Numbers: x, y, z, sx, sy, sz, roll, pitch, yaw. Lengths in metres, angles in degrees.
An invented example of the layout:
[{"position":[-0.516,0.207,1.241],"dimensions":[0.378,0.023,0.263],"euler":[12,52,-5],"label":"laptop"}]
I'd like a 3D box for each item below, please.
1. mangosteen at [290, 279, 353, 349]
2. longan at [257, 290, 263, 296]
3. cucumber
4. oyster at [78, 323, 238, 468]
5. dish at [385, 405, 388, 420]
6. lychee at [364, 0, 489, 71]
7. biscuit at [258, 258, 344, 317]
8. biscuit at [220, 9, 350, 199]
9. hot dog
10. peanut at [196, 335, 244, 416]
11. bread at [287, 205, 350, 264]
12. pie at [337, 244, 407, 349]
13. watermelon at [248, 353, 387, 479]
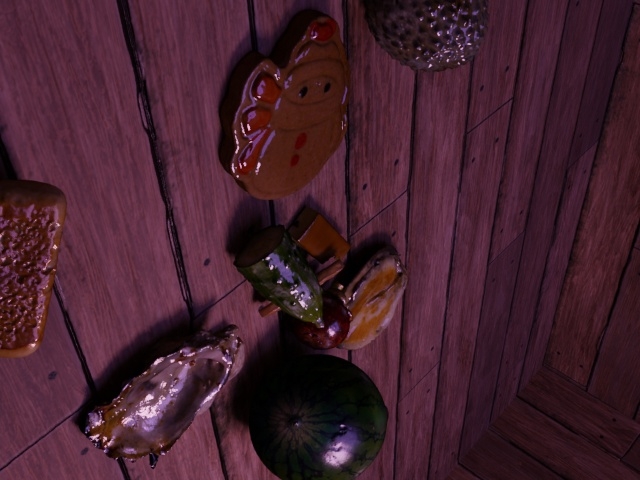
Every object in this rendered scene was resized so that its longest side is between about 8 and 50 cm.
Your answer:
[{"position":[-0.001,0.181,2.040],"dimensions":[0.145,0.181,0.156],"euler":[-18,130,12],"label":"mangosteen"},{"position":[-0.106,0.090,1.830],"dimensions":[0.083,0.075,0.075],"euler":[-30,157,20],"label":"longan"},{"position":[-0.064,0.092,1.751],"dimensions":[0.134,0.134,0.244],"euler":[-45,115,-22],"label":"cucumber"},{"position":[-0.318,0.285,1.680],"dimensions":[0.361,0.096,0.221],"euler":[-51,142,-11],"label":"oyster"},{"position":[0.078,0.586,2.507],"dimensions":[0.303,0.120,0.303],"euler":[-37,143,-34],"label":"dish"},{"position":[0.220,-0.465,1.650],"dimensions":[0.255,0.274,0.255],"euler":[-36,163,-13],"label":"lychee"},{"position":[-0.044,0.114,1.920],"dimensions":[0.236,0.040,0.144],"euler":[-34,174,-38],"label":"biscuit"},{"position":[-0.054,-0.256,1.622],"dimensions":[0.358,0.074,0.381],"euler":[-19,135,-50],"label":"biscuit"},{"position":[-0.447,0.030,1.192],"dimensions":[0.150,0.153,0.257],"euler":[9,101,-28],"label":"hot dog"},{"position":[-0.238,0.295,1.811],"dimensions":[0.207,0.087,0.087],"euler":[-53,149,-10],"label":"peanut"},{"position":[0.000,0.000,1.940],"dimensions":[0.088,0.049,0.226],"euler":[-55,151,-7],"label":"bread"},{"position":[0.128,0.157,2.248],"dimensions":[0.339,0.077,0.339],"euler":[-41,149,-31],"label":"pie"},{"position":[-0.005,0.443,2.044],"dimensions":[0.363,0.363,0.363],"euler":[-36,143,-34],"label":"watermelon"}]
